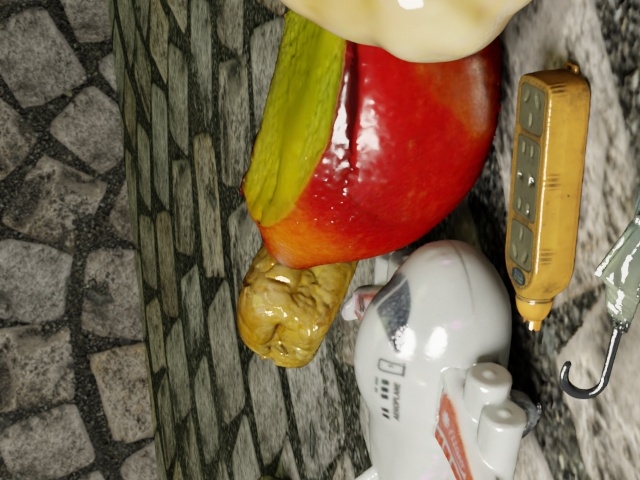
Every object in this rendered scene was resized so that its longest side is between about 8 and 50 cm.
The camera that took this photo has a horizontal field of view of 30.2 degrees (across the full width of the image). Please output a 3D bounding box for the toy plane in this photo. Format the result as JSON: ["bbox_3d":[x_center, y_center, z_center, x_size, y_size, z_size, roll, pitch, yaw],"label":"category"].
[{"bbox_3d":[0.075,0.112,0.875,0.252,0.118,0.252,177,90,-71],"label":"toy plane"}]

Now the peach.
[{"bbox_3d":[0.042,-0.077,0.838,0.154,0.159,0.267,-119,42,-62],"label":"peach"}]

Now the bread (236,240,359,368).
[{"bbox_3d":[0.000,0.000,0.999,0.114,0.083,0.211,106,-169,-62],"label":"bread"}]

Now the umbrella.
[{"bbox_3d":[0.184,-0.027,0.633,0.044,0.044,0.268,-70,-6,-65],"label":"umbrella"}]

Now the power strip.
[{"bbox_3d":[0.143,-0.025,0.760,0.049,0.028,0.178,-134,42,-63],"label":"power strip"}]

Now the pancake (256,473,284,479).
[{"bbox_3d":[-0.044,0.431,1.466,0.294,0.050,0.294,175,90,-77],"label":"pancake"}]

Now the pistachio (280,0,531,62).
[{"bbox_3d":[0.058,-0.254,0.663,0.238,0.229,0.321,40,-133,-66],"label":"pistachio"}]
